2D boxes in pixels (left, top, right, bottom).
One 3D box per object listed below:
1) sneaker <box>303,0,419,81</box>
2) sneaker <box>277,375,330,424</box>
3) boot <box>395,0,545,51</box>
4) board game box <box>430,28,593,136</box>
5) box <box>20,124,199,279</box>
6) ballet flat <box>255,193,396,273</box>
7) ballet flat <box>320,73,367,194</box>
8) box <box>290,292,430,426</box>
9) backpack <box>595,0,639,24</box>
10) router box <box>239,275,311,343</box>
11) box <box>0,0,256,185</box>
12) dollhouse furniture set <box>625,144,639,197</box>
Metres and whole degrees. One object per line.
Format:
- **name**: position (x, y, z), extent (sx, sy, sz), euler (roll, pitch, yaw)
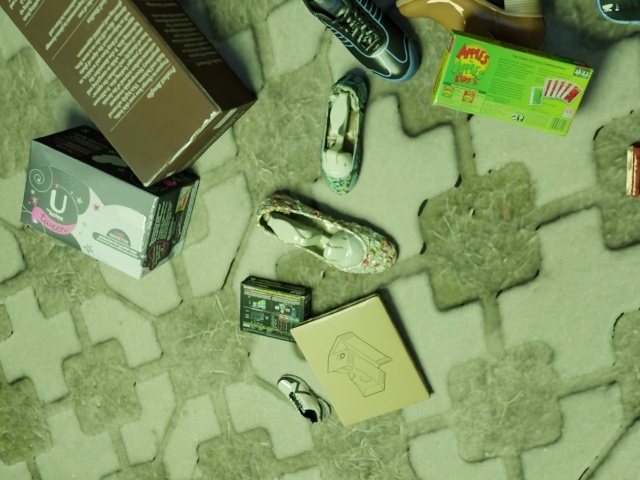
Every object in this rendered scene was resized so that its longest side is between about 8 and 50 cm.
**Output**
- **sneaker**: position (0.041, -0.310, 1.002), extent (0.232, 0.090, 0.081), euler (47, 118, 1)
- **sneaker**: position (-0.033, 0.280, 1.262), extent (0.109, 0.043, 0.040), euler (36, 119, 9)
- **boot**: position (0.200, -0.268, 0.967), extent (0.197, 0.073, 0.153), euler (3, 113, 23)
- **board game box**: position (0.244, -0.204, 0.927), extent (0.181, 0.043, 0.092), euler (13, 116, -4)
- **box**: position (-0.359, -0.068, 1.215), extent (0.247, 0.142, 0.164), euler (25, 115, 12)
- **ballet flat**: position (0.000, 0.000, 1.134), extent (0.240, 0.077, 0.091), euler (21, 113, 13)
- **ballet flat**: position (0.027, -0.154, 1.077), extent (0.070, 0.070, 0.189), euler (11, 112, 18)
- **box**: position (0.066, 0.201, 1.186), extent (0.164, 0.021, 0.201), euler (-23, 104, 18)
- **backpack**: position (0.392, -0.313, 0.866), extent (0.114, 0.084, 0.105), euler (-2, 106, 17)
- **router box**: position (-0.078, 0.118, 1.226), extent (0.122, 0.038, 0.092), euler (10, 112, 18)
- **box**: position (-0.301, -0.298, 1.117), extent (0.191, 0.143, 0.381), euler (-38, 90, 27)
- **dollhouse furniture set**: position (0.441, -0.053, 0.838), extent (0.135, 0.259, 0.262), euler (0, 108, 18)
